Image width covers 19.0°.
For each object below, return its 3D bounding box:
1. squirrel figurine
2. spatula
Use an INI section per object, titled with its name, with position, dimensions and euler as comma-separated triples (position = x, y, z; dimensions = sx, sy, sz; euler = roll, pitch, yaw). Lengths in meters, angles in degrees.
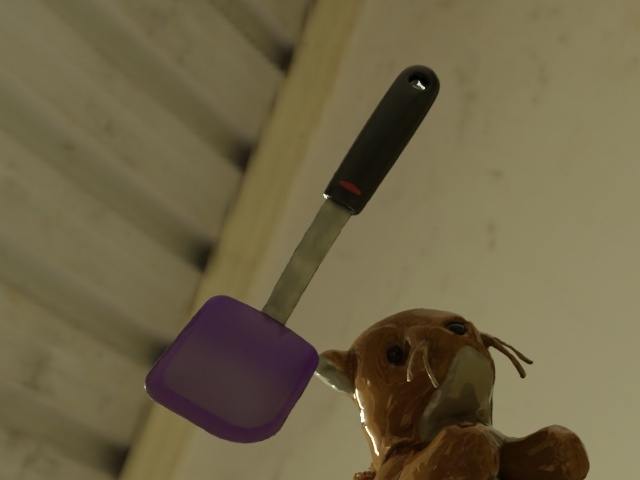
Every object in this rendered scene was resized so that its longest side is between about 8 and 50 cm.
[squirrel figurine]
position = 0.111, 0.275, 1.990
dimensions = 0.281, 0.370, 0.397
euler = -11, -26, -27
[spatula]
position = 0.000, 0.000, 1.184
dimensions = 0.296, 0.084, 0.030
euler = -57, -6, -24
